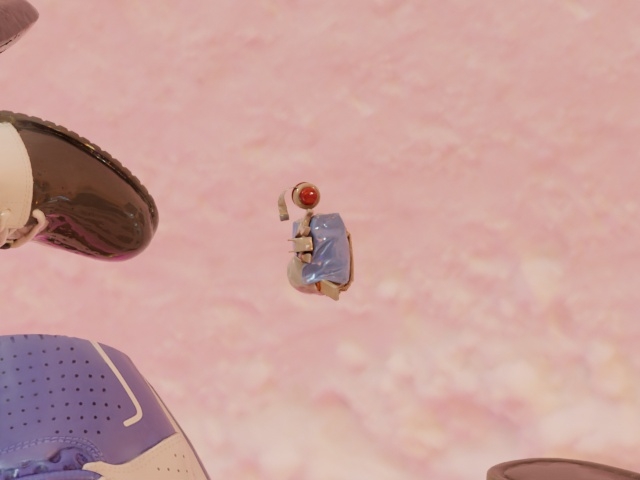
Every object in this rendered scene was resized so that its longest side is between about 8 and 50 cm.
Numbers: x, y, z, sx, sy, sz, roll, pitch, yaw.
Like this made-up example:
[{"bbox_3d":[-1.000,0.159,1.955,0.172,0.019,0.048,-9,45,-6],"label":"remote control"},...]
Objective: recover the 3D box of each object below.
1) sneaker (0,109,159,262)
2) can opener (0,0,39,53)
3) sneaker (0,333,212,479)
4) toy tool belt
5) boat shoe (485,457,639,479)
[{"bbox_3d":[-0.271,-0.024,1.069,0.330,0.146,0.122,20,142,-21],"label":"sneaker"},{"bbox_3d":[-0.123,-0.064,0.451,0.073,0.186,0.059,9,115,11],"label":"can opener"},{"bbox_3d":[-0.092,0.166,0.573,0.182,0.127,0.315,80,177,-65],"label":"sneaker"},{"bbox_3d":[0.000,0.000,1.112,0.051,0.052,0.083,-173,75,-74],"label":"toy tool belt"},{"bbox_3d":[0.199,0.191,0.797,0.307,0.111,0.104,12,103,61],"label":"boat shoe"}]
